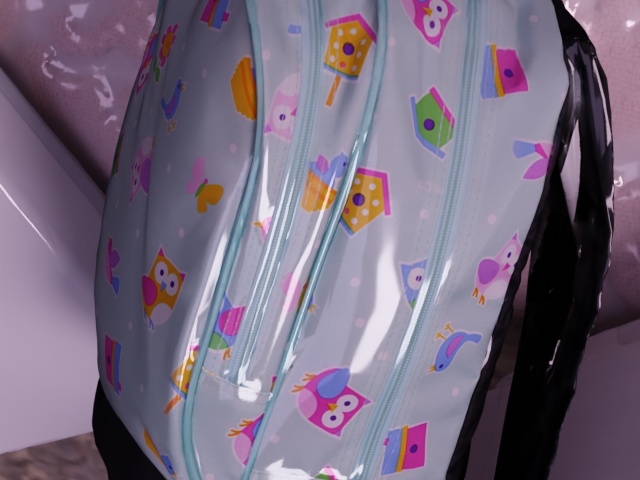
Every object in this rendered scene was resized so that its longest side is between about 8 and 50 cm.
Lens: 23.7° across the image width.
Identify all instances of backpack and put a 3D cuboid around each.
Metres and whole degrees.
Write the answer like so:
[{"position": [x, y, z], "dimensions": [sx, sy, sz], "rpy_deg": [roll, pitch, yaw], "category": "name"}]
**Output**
[{"position": [0.000, 0.000, 0.416], "dimensions": [0.115, 0.152, 0.182], "rpy_deg": [5, 113, -30], "category": "backpack"}]

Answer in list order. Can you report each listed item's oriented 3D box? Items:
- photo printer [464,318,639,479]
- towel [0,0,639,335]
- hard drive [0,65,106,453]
[{"position": [0.216, 0.137, 0.461], "dimensions": [0.256, 0.107, 0.307], "rpy_deg": [-23, 119, 32], "category": "photo printer"}, {"position": [0.047, -0.121, 0.455], "dimensions": [0.332, 0.053, 0.317], "rpy_deg": [17, 122, 14], "category": "towel"}, {"position": [-0.226, -0.056, 0.542], "dimensions": [0.233, 0.047, 0.353], "rpy_deg": [-18, 119, 37], "category": "hard drive"}]
